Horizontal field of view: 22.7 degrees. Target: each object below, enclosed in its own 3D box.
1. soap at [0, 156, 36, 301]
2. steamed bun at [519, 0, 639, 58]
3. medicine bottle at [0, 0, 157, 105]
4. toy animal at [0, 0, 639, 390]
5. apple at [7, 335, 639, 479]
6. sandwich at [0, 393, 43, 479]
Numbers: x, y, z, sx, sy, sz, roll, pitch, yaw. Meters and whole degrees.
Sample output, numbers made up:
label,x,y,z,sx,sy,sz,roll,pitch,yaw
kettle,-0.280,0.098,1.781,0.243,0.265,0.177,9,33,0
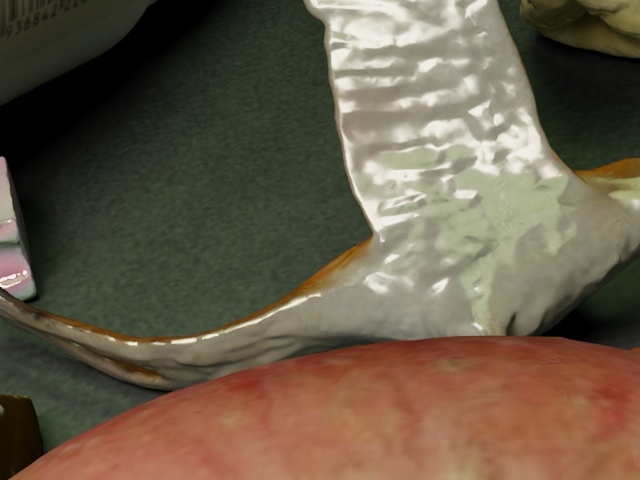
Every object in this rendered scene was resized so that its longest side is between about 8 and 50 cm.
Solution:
label,x,y,z,sx,sy,sz,roll,pitch,yaw
soap,-0.234,0.004,0.858,0.149,0.056,0.100,-15,34,-6
steamed bun,0.208,-0.167,0.907,0.155,0.172,0.140,23,84,4
medicine bottle,-0.207,-0.188,0.947,0.208,0.208,0.340,10,29,26
toy animal,0.016,0.011,0.729,0.284,0.225,0.302,-42,55,-9
apple,0.021,0.190,0.387,0.345,0.269,0.344,0,55,0
sandwich,-0.168,0.131,0.641,0.090,0.088,0.244,-13,36,3
